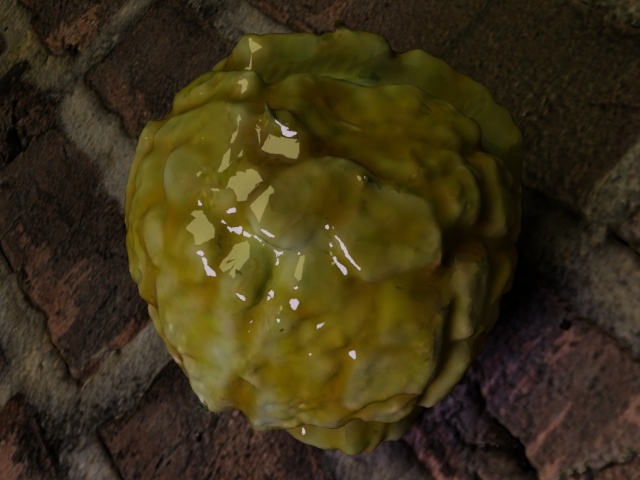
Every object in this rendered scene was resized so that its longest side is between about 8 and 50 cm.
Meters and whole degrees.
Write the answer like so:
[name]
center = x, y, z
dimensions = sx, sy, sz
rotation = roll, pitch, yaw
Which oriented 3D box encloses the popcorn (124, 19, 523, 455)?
[popcorn]
center = -0.003, -0.007, 0.865
dimensions = 0.247, 0.282, 0.282
rotation = 128, 157, -50
